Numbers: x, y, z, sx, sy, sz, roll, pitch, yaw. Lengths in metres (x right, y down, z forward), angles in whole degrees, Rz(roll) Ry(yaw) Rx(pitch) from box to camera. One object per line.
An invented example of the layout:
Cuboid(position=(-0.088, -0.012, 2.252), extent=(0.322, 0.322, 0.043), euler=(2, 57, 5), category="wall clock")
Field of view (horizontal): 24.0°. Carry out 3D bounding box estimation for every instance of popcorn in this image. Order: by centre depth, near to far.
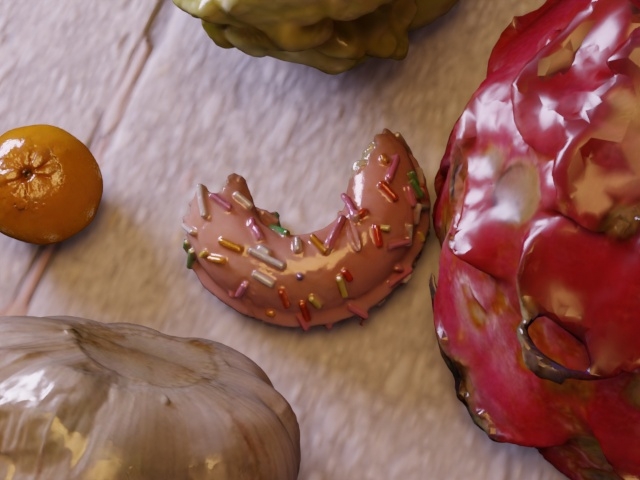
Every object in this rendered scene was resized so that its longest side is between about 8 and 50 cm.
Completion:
Cuboid(position=(-0.002, -0.216, 0.980), extent=(0.259, 0.259, 0.212), euler=(20, 93, 14), category="popcorn")

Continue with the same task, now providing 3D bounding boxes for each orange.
Cuboid(position=(-0.184, -0.037, 0.980), extent=(0.083, 0.070, 0.083), euler=(-1, 69, 3), category="orange")

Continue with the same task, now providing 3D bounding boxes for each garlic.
Cuboid(position=(-0.126, 0.155, 0.840), extent=(0.218, 0.218, 0.212), euler=(15, 101, 12), category="garlic")

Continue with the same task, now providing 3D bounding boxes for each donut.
Cuboid(position=(0.000, 0.000, 0.948), extent=(0.166, 0.065, 0.117), euler=(-26, 64, -5), category="donut")

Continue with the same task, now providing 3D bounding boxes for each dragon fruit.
Cuboid(position=(0.246, -0.031, 0.852), extent=(0.386, 0.249, 0.371), euler=(15, 72, 14), category="dragon fruit")
